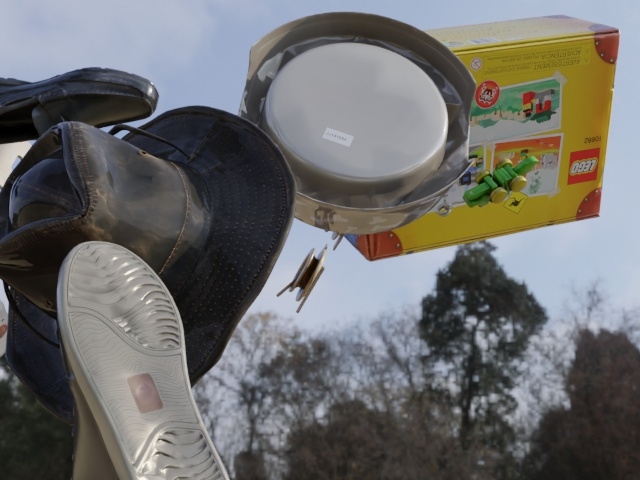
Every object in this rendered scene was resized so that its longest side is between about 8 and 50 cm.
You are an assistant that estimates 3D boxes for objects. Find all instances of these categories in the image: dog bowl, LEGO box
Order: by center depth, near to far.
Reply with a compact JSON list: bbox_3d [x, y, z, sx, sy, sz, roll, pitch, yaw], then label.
[{"bbox_3d":[0.047,-0.160,1.138,0.349,0.348,0.102,4,-32,-3],"label":"dog bowl"},{"bbox_3d":[0.284,-0.203,1.539,0.501,0.372,0.193,-10,26,-17],"label":"LEGO box"}]

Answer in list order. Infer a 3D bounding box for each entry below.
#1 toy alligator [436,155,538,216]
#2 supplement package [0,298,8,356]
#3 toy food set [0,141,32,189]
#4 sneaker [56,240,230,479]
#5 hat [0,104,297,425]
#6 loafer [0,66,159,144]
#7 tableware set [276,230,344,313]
[{"bbox_3d":[0.276,-0.079,1.351,0.190,0.056,0.051,-30,-35,-3],"label":"toy alligator"},{"bbox_3d":[-0.640,0.159,1.361,0.149,0.194,0.203,39,-27,5],"label":"supplement package"},{"bbox_3d":[-0.769,-0.128,1.703,0.306,0.219,0.092,-7,-59,0],"label":"toy food set"},{"bbox_3d":[-0.140,0.116,0.536,0.083,0.222,0.118,1,-35,-41],"label":"sneaker"},{"bbox_3d":[-0.187,-0.017,0.676,0.331,0.331,0.134,-11,-36,31],"label":"hat"},{"bbox_3d":[-0.286,-0.136,0.883,0.223,0.078,0.076,-4,-30,1],"label":"loafer"},{"bbox_3d":[0.000,0.000,1.191,0.039,0.194,0.128,29,14,-5],"label":"tableware set"}]
